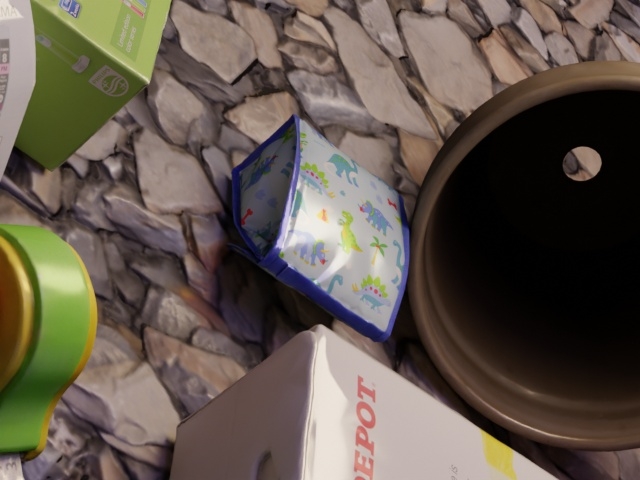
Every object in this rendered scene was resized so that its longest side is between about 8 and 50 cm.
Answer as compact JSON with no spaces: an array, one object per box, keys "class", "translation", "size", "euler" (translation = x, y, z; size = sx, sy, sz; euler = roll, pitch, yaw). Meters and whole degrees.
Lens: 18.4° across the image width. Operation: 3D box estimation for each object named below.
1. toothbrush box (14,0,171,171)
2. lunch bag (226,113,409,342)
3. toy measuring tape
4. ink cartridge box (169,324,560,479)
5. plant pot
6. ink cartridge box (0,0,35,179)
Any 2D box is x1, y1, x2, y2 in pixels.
[{"class":"toothbrush box","translation":[-0.249,-0.219,1.410],"size":[0.283,0.122,0.206],"euler":[37,35,-25]},{"class":"lunch bag","translation":[0.000,0.000,1.535],"size":[0.129,0.096,0.151],"euler":[34,27,-27]},{"class":"toy measuring tape","translation":[-0.173,0.099,1.208],"size":[0.121,0.121,0.330],"euler":[3,57,-50]},{"class":"ink cartridge box","translation":[0.078,0.275,1.307],"size":[0.384,0.160,0.279],"euler":[35,37,-26]},{"class":"plant pot","translation":[0.234,-0.026,1.696],"size":[0.323,0.323,0.280],"euler":[43,18,-14]},{"class":"ink cartridge box","translation":[-0.247,-0.128,1.233],"size":[0.066,0.232,0.189],"euler":[38,27,23]}]
